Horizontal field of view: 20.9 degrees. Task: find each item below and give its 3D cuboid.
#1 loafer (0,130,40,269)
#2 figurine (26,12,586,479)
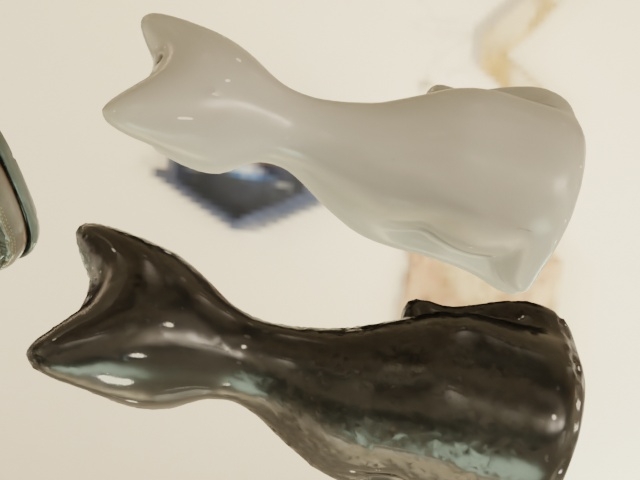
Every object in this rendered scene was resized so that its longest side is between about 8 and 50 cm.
[{"bbox_3d":[-0.257,-0.080,0.950,0.096,0.267,0.084,-9,-150,43],"label":"loafer"},{"bbox_3d":[0.000,0.000,0.727,0.209,0.215,0.092,16,138,-8],"label":"figurine"}]
